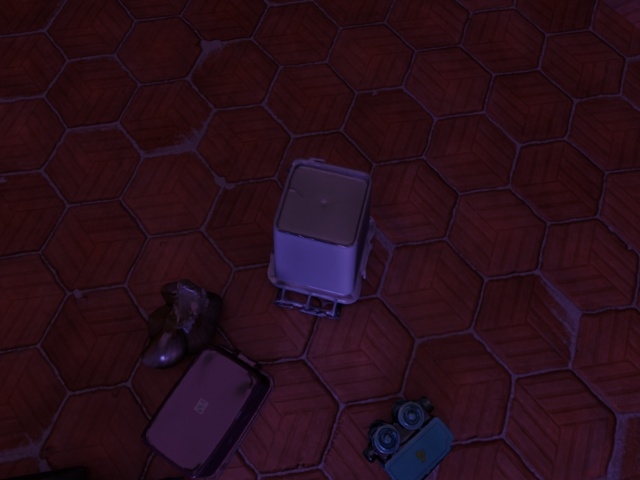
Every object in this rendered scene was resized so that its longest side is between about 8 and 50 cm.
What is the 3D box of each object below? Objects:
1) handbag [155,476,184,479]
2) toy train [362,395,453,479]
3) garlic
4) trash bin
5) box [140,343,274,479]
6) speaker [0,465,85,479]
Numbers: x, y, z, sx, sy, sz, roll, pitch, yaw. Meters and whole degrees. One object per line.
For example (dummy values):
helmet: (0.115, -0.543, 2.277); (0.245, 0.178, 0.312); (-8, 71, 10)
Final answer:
handbag: (-0.384, 0.627, 0.975); (0.274, 0.100, 0.269); (11, 55, -38)
toy train: (0.198, 0.457, 1.121); (0.198, 0.107, 0.154); (-38, 82, -13)
garlic: (-0.326, 0.205, 1.173); (0.160, 0.191, 0.214); (16, 68, -23)
trash bin: (0.000, 0.000, 1.145); (0.256, 0.368, 0.296); (15, 71, 5)
box: (-0.254, 0.381, 1.112); (0.193, 0.167, 0.294); (30, 72, 12)
speaker: (-0.713, 0.610, 1.022); (0.406, 0.183, 0.184); (-9, 76, -3)
